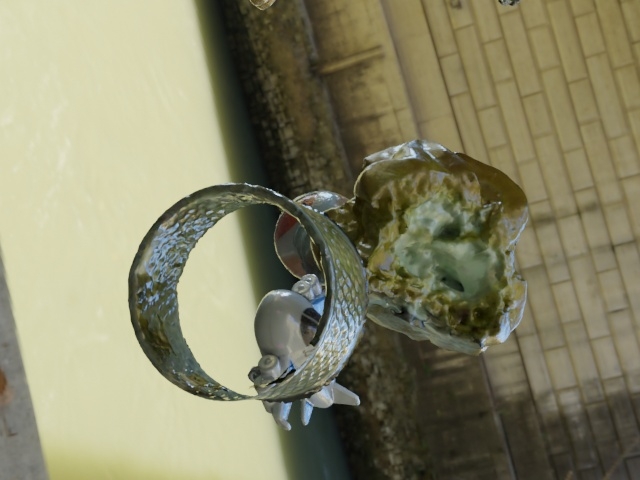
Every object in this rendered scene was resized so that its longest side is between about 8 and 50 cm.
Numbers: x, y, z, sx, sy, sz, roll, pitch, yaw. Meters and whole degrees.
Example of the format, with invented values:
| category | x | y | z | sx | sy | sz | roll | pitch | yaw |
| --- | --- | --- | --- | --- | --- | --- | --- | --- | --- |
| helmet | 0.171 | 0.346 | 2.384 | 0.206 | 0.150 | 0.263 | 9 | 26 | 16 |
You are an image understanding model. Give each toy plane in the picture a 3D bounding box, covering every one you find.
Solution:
| category | x | y | z | sx | sy | sz | roll | pitch | yaw |
| --- | --- | --- | --- | --- | --- | --- | --- | --- | --- |
| toy plane | -0.027 | 0.182 | 1.358 | 0.267 | 0.122 | 0.267 | 4 | 85 | -64 |

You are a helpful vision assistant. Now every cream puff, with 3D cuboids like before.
| category | x | y | z | sx | sy | sz | roll | pitch | yaw |
| --- | --- | --- | --- | --- | --- | --- | --- | --- | --- |
| cream puff | 0.156 | 0.005 | 1.231 | 0.270 | 0.323 | 0.274 | -63 | -165 | -16 |

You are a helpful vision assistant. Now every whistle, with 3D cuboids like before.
| category | x | y | z | sx | sy | sz | roll | pitch | yaw |
| --- | --- | --- | --- | --- | --- | --- | --- | --- | --- |
| whistle | 0.000 | 0.000 | 1.557 | 0.348 | 0.189 | 0.189 | -109 | -179 | -80 |

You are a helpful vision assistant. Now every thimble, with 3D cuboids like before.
| category | x | y | z | sx | sy | sz | roll | pitch | yaw |
| --- | --- | --- | --- | --- | --- | --- | --- | --- | --- |
| thimble | -0.084 | 0.069 | 1.032 | 0.150 | 0.271 | 0.271 | 25 | 51 | -71 |

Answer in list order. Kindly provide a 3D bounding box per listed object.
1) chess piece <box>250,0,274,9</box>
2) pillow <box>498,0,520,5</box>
| category | x | y | z | sx | sy | sz | roll | pitch | yaw |
| --- | --- | --- | --- | --- | --- | --- | --- | --- | --- |
| chess piece | -0.159 | -0.572 | 1.885 | 0.122 | 0.066 | 0.066 | 26 | 45 | -41 |
| pillow | 0.230 | -0.456 | 1.165 | 0.185 | 0.075 | 0.302 | 32 | 54 | -9 |
